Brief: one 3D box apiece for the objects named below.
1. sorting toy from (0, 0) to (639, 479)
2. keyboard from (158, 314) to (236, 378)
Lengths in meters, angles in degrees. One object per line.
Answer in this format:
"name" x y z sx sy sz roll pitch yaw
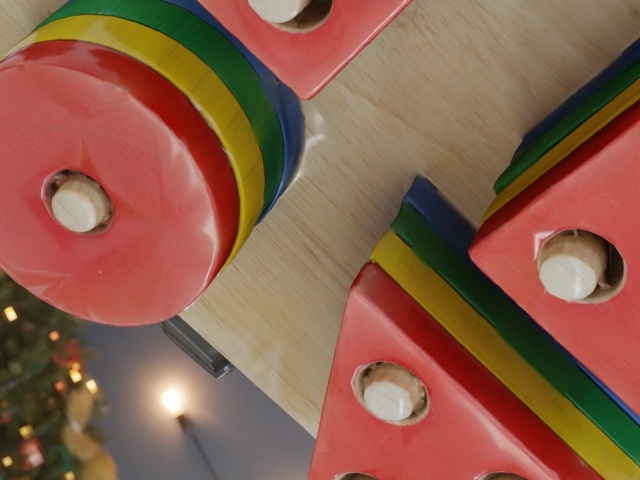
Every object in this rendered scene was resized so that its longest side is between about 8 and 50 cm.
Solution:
"sorting toy" 0.028 -0.016 0.422 0.255 0.257 0.089 -40 -169 40
"keyboard" 0.000 0.000 0.758 0.180 0.023 0.108 -34 -147 -15
